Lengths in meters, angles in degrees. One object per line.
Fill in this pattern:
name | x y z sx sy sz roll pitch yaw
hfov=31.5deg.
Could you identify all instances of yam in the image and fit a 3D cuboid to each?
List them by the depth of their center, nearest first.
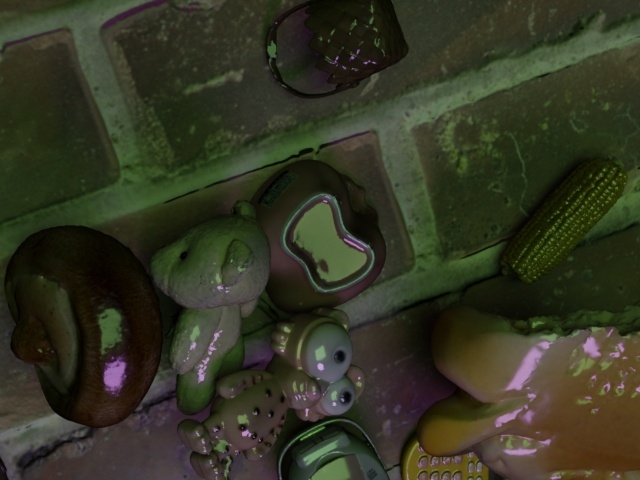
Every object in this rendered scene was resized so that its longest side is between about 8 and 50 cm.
yam | -0.095 0.073 1.542 0.107 0.014 0.014 43 84 -16

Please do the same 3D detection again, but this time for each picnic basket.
picnic basket | 0.012 -0.255 1.478 0.178 0.138 0.128 -12 95 19

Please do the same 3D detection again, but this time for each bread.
bread | 0.347 0.210 1.504 0.424 0.329 0.245 13 72 -16

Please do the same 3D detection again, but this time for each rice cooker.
rice cooker | 0.022 0.341 1.551 0.145 0.127 0.206 -26 99 -12

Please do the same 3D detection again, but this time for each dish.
dish | 0.000 0.000 1.521 0.213 0.090 0.213 -2 97 -15

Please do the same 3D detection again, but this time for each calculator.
calculator | 0.230 0.325 1.656 0.234 0.032 0.146 0 97 -14

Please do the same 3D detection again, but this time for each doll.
doll | -0.146 0.091 1.438 0.149 0.175 0.278 5 119 -7
doll | -0.056 0.203 1.458 0.278 0.119 0.154 -42 120 -27

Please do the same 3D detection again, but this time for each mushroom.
mushroom | -0.286 0.100 1.376 0.153 0.253 0.253 -19 102 -39

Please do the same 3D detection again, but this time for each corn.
corn | 0.351 -0.032 1.624 0.238 0.080 0.080 -46 106 -8

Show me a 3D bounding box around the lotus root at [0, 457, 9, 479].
lotus root | -0.422 0.312 1.406 0.074 0.170 0.261 -23 97 -16
